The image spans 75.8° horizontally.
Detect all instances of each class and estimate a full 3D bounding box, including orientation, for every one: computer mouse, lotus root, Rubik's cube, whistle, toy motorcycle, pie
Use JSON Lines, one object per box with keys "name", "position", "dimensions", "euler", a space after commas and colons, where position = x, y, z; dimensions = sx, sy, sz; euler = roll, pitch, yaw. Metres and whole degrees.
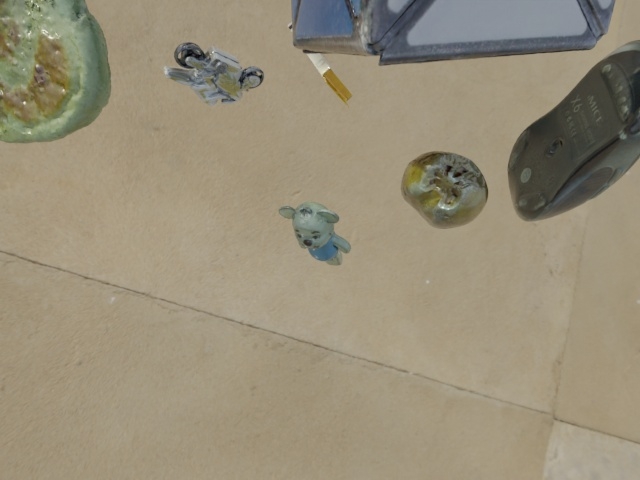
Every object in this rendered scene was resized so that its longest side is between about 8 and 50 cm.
{"name": "computer mouse", "position": [0.393, -0.152, 0.567], "dimensions": [0.090, 0.379, 0.167], "euler": [7, 63, -9]}
{"name": "lotus root", "position": [0.166, -0.067, 0.569], "dimensions": [0.113, 0.192, 0.088], "euler": [40, 95, 9]}
{"name": "Rubik's cube", "position": [0.115, -0.320, 0.405], "dimensions": [0.255, 0.259, 0.260], "euler": [-9, 120, -15]}
{"name": "whistle", "position": [0.000, 0.000, 0.801], "dimensions": [0.114, 0.235, 0.077], "euler": [5, 65, 18]}
{"name": "toy motorcycle", "position": [-0.248, -0.378, 0.962], "dimensions": [0.229, 0.151, 0.074], "euler": [-2, 64, -45]}
{"name": "pie", "position": [-0.352, -0.222, 0.472], "dimensions": [0.241, 0.054, 0.240], "euler": [5, 110, 14]}

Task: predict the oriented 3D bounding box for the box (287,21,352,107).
{"name": "box", "position": [0.005, -0.461, 1.069], "dimensions": [0.129, 0.033, 0.247], "euler": [24, 33, -57]}
